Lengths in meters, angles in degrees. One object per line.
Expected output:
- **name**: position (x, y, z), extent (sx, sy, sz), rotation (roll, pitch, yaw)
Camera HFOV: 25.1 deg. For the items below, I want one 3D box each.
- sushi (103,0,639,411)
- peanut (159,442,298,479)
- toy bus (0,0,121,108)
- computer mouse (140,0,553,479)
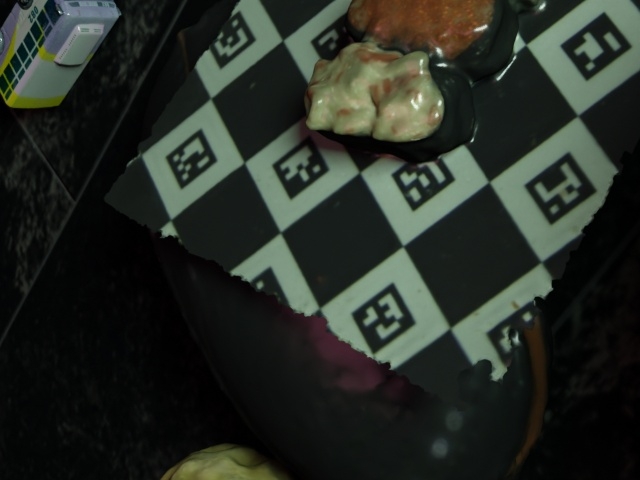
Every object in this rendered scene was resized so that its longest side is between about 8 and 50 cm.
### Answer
- **sushi**: position (0.039, -0.100, 0.676), extent (0.264, 0.050, 0.290), rotation (30, 86, 38)
- **peanut**: position (0.002, 0.219, 0.760), extent (0.325, 0.140, 0.153), rotation (40, 100, 39)
- **toy bus**: position (-0.181, -0.138, 0.967), extent (0.102, 0.052, 0.058), rotation (-46, 64, 37)
- **computer mouse**: position (-0.003, 0.000, 0.766), extent (0.183, 0.116, 0.323), rotation (-47, 61, 28)
